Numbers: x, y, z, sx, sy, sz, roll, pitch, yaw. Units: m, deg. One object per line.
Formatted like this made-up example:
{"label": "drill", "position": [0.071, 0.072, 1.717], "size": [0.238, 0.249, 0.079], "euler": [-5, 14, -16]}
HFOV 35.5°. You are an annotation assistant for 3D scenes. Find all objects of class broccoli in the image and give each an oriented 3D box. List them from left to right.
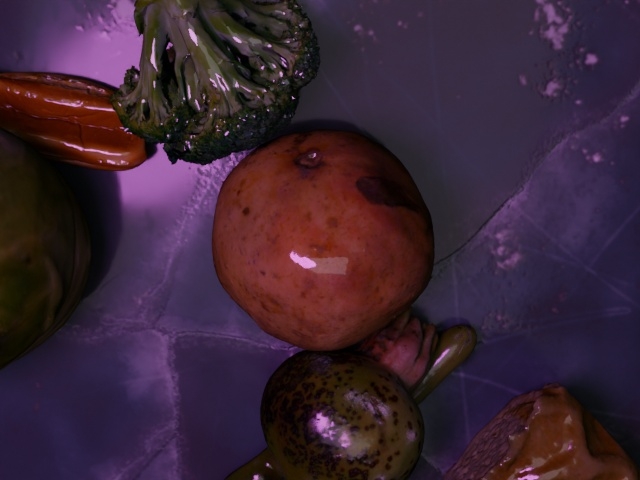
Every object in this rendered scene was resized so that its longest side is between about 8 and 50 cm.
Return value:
{"label": "broccoli", "position": [-0.125, -0.236, 1.200], "size": [0.254, 0.269, 0.269], "euler": [1, 102, 29]}

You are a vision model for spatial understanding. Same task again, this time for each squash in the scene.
{"label": "squash", "position": [0.145, 0.184, 1.383], "size": [0.183, 0.052, 0.052], "euler": [-44, 98, 9]}

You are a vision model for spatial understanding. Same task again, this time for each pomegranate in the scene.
{"label": "pomegranate", "position": [0.000, 0.000, 1.238], "size": [0.281, 0.281, 0.281], "euler": [0, 100, -1]}
{"label": "pomegranate", "position": [0.052, 0.222, 1.309], "size": [0.222, 0.276, 0.204], "euler": [28, 131, 31]}

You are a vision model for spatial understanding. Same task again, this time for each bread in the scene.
{"label": "bread", "position": [0.311, 0.338, 1.339], "size": [0.252, 0.238, 0.196], "euler": [39, 60, -3]}

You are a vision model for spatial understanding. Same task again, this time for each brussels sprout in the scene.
{"label": "brussels sprout", "position": [-0.443, 0.026, 1.217], "size": [0.315, 0.276, 0.371], "euler": [13, 116, -12]}

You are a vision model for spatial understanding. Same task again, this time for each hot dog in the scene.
{"label": "hot dog", "position": [-0.350, -0.161, 1.297], "size": [0.269, 0.072, 0.115], "euler": [14, 100, -2]}

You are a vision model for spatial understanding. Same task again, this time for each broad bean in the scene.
{"label": "broad bean", "position": [-0.078, 0.328, 1.402], "size": [0.213, 0.048, 0.070], "euler": [-27, 99, 0]}
